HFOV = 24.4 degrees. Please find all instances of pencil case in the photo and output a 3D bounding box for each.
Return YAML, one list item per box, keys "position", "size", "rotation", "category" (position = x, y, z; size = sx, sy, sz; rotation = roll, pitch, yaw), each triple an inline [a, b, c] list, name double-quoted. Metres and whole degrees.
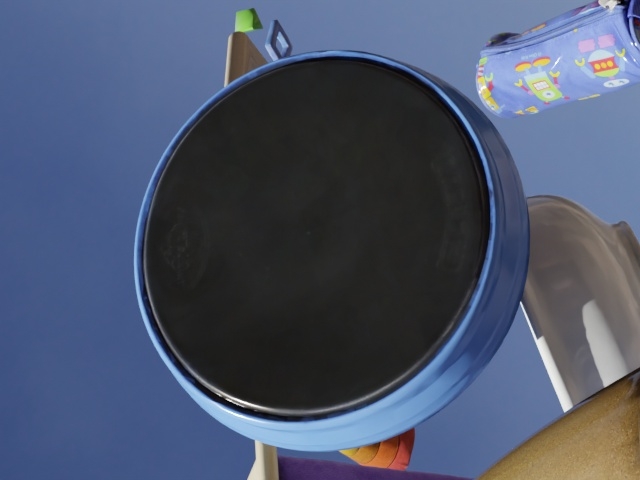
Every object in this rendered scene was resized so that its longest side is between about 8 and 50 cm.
- position: [0.335, -0.246, 1.924]
  size: [0.133, 0.306, 0.119]
  rotation: [37, -119, -28]
  category: "pencil case"

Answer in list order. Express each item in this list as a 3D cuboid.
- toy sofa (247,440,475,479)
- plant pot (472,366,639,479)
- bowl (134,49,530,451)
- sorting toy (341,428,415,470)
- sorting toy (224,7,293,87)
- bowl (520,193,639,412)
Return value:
- position: [0.091, 0.339, 1.894]
  size: [0.362, 0.177, 0.150]
  rotation: [9, -139, -13]
  category: "toy sofa"
- position: [0.201, 0.238, 1.130]
  size: [0.237, 0.254, 0.237]
  rotation: [33, -136, -38]
  category: "plant pot"
- position: [0.000, 0.000, 1.398]
  size: [0.391, 0.391, 0.077]
  rotation: [57, -171, 25]
  category: "bowl"
- position: [-0.018, 0.267, 2.337]
  size: [0.126, 0.127, 0.365]
  rotation: [7, -168, -44]
  category: "sorting toy"
- position: [-0.102, -0.196, 2.273]
  size: [0.196, 0.047, 0.348]
  rotation: [43, -137, -54]
  category: "sorting toy"
- position: [0.277, 0.069, 1.518]
  size: [0.298, 0.134, 0.298]
  rotation: [-22, -90, -84]
  category: "bowl"
